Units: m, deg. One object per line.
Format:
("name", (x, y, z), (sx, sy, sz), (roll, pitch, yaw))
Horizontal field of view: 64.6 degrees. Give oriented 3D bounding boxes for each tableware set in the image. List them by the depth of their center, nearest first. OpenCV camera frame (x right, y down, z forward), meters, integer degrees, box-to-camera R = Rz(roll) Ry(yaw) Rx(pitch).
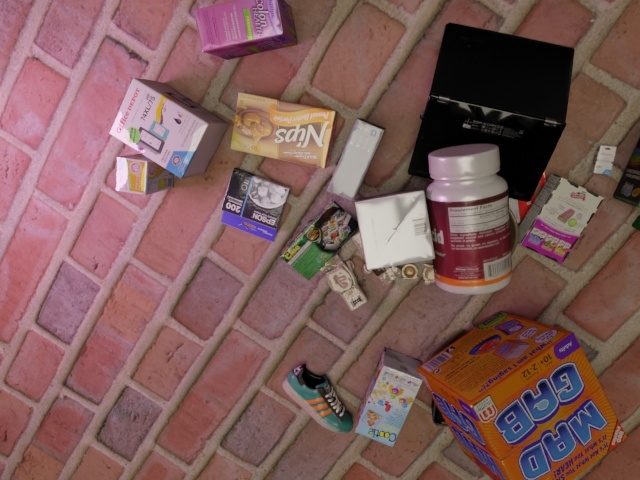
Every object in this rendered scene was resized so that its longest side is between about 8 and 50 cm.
("tableware set", (0.336, 0.069, 1.689), (0.141, 0.020, 0.168), (1, 103, 9))

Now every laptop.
("laptop", (0.506, -0.382, 1.523), (0.382, 0.236, 0.408), (14, 126, 6))

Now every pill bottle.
("pill bottle", (0.420, -0.064, 1.445), (0.224, 0.224, 0.392), (-6, 107, 11))

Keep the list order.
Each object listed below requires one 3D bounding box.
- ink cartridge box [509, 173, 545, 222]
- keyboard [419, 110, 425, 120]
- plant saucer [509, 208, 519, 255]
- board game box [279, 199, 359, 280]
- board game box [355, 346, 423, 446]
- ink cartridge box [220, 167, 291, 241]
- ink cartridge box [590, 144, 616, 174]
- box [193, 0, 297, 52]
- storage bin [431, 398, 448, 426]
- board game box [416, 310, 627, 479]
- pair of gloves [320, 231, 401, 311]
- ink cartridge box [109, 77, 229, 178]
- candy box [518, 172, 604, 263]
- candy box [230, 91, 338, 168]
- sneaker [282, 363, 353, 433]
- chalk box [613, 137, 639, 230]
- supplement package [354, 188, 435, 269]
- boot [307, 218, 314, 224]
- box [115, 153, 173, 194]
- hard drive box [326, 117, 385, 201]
("ink cartridge box", (0.593, -0.135, 1.582), (0.225, 0.056, 0.181), (-8, 102, 13))
("keyboard", (0.403, -0.351, 1.574), (0.108, 0.023, 0.180), (-38, 96, 15))
("plant saucer", (0.473, -0.025, 1.588), (0.278, 0.041, 0.278), (7, 112, 17))
("board game box", (0.000, 0.000, 1.684), (0.259, 0.030, 0.136), (-45, 113, 8))
("board game box", (0.236, 0.539, 1.756), (0.144, 0.142, 0.275), (21, 106, 3))
("ink cartridge box", (-0.227, -0.116, 1.722), (0.206, 0.045, 0.208), (20, 107, 3))
("ink cartridge box", (0.852, -0.243, 1.525), (0.048, 0.028, 0.083), (9, 105, 7))
("box", (-0.213, -0.630, 1.505), (0.243, 0.213, 0.117), (-9, 102, 11))
("storage bin", (0.454, 0.544, 1.753), (0.122, 0.084, 0.180), (5, 104, 8))
("board game box", (0.578, 0.479, 1.518), (0.356, 0.356, 0.356), (-31, 97, -10))
("pair of gloves", (0.136, 0.096, 1.715), (0.240, 0.042, 0.204), (-41, 90, 11))
("ink cartridge box", (-0.478, -0.359, 1.622), (0.270, 0.197, 0.198), (31, 106, 1))
("candy box", (0.724, -0.067, 1.552), (0.159, 0.071, 0.233), (23, 107, -11))
("candy box", (-0.115, -0.352, 1.622), (0.316, 0.087, 0.183), (13, 105, 5))
("sneaker", (0.011, 0.567, 1.817), (0.302, 0.108, 0.121), (38, 111, 0))
("chalk box", (0.987, -0.159, 1.447), (0.179, 0.180, 0.289), (17, 107, 5))
("supplement package", (0.216, -0.043, 1.536), (0.198, 0.262, 0.199), (-10, 96, 5))
("boot", (0.022, -0.029, 1.709), (0.106, 0.037, 0.114), (-20, 103, 12))
("box", (-0.573, -0.222, 1.668), (0.103, 0.203, 0.114), (9, 105, 7))
("hard drive box", (0.114, -0.252, 1.563), (0.089, 0.181, 0.232), (23, 105, 3))
